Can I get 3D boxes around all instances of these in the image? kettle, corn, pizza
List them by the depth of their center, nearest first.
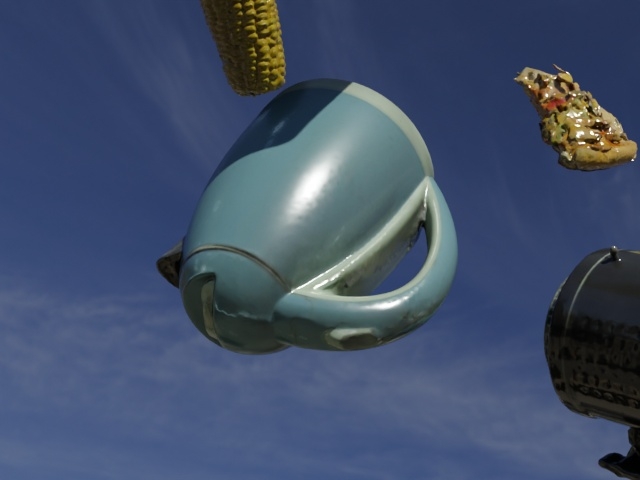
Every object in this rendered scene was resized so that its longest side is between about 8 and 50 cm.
[{"bbox_3d":[0.000,0.000,1.032,0.319,0.342,0.247,11,-52,20],"label":"kettle"},{"bbox_3d":[0.378,-0.185,1.318,0.147,0.226,0.069,7,-45,-14],"label":"pizza"},{"bbox_3d":[-0.133,-0.386,1.330,0.120,0.120,0.363,-7,-66,22],"label":"corn"}]

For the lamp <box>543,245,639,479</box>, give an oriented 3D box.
[{"bbox_3d":[0.386,0.107,0.989,0.205,0.272,0.374,-10,-58,-39],"label":"lamp"}]
